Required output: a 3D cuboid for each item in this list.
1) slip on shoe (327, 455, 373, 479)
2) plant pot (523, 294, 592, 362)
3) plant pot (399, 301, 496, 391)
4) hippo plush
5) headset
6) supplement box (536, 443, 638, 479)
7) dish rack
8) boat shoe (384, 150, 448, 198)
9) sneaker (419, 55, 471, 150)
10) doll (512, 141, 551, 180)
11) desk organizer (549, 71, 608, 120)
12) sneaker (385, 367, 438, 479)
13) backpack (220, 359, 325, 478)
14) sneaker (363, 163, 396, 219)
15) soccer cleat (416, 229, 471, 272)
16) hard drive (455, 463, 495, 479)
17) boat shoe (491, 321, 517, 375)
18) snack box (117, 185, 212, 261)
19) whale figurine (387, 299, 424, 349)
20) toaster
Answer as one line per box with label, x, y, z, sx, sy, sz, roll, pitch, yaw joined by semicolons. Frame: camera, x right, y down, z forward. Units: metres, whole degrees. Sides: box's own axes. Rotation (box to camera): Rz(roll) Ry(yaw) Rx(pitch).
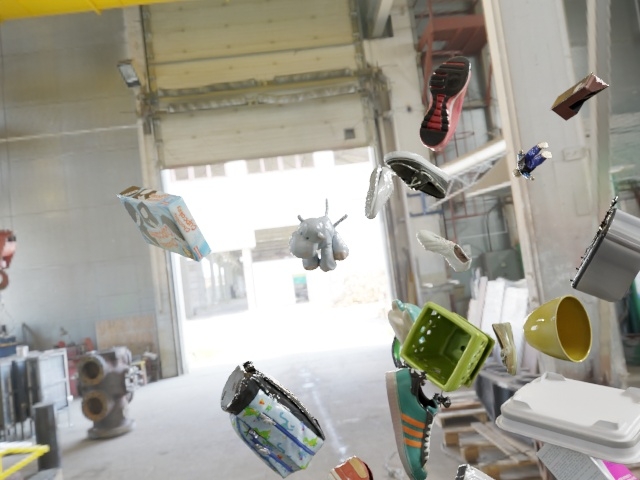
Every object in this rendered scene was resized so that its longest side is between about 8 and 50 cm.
slip on shoe;0.100;0.657;1.436;0.101;0.123;0.331;-38;-31;-12
plant pot;0.480;0.184;1.094;0.134;0.134;0.095;-4;-8;-37
plant pot;0.450;0.368;1.819;0.207;0.227;0.228;18;12;-45
hippo plush;0.000;0.000;2.116;0.294;0.234;0.236;-52;-11;6
headset;0.418;0.495;2.145;0.243;0.394;0.185;-41;-41;18
supplement box;0.660;0.569;1.284;0.111;0.114;0.220;4;32;-38
dish rack;0.624;0.405;1.276;0.285;0.072;0.332;-15;10;-41
boat shoe;0.257;-0.170;1.392;0.219;0.070;0.077;19;-23;-30
sneaker;0.405;-0.438;1.717;0.116;0.314;0.136;20;0;25
doll;0.756;-0.278;1.916;0.046;0.129;0.189;-8;-16;-16
desk organizer;0.607;-0.335;1.245;0.050;0.047;0.130;36;-14;-3
sneaker;0.258;0.488;1.398;0.121;0.302;0.108;-12;1;14
backpack;-0.153;0.586;1.714;0.355;0.273;0.290;30;-12;-13
sneaker;0.230;-0.178;2.008;0.094;0.235;0.090;23;-23;-17
soccer cleat;0.393;0.021;1.672;0.068;0.196;0.076;-40;-19;-32
hard drive;0.541;0.976;1.793;0.237;0.339;0.064;33;-37;-3
boat shoe;0.465;0.272;1.334;0.048;0.153;0.056;-3;-43;11
snack box;-0.457;-0.054;1.536;0.322;0.187;0.060;13;46;46
whale figurine;0.358;0.317;2.057;0.141;0.216;0.272;-26;-14;-9
toaster;0.662;0.025;1.191;0.110;0.186;0.168;27;36;22
